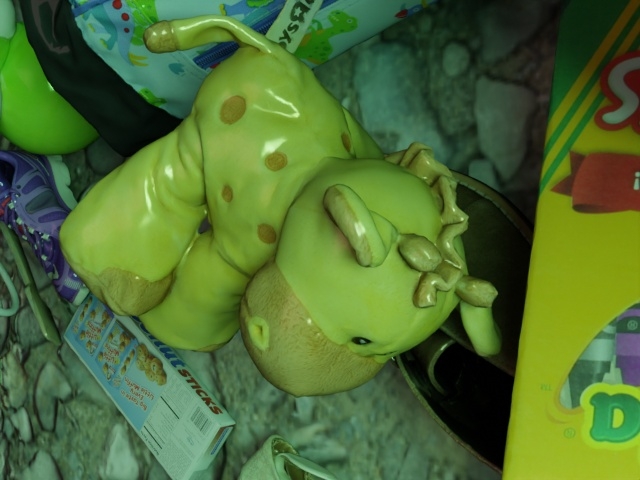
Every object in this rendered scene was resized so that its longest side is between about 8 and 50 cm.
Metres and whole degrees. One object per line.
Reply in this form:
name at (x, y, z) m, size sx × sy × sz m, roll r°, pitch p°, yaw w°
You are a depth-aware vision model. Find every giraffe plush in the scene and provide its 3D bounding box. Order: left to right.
giraffe plush at (0.000, 0.000, 0.506) m, size 0.170 × 0.181 × 0.210 m, roll 48°, pitch 127°, yaw 40°

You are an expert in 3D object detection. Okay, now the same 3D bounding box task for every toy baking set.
toy baking set at (-0.294, -0.029, 0.859) m, size 0.030 × 0.256 × 0.197 m, roll -31°, pitch 30°, yaw 0°

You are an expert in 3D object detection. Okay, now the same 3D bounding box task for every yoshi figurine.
yoshi figurine at (-0.254, -0.204, 0.874) m, size 0.203 × 0.203 × 0.362 m, roll -9°, pitch 62°, yaw -1°

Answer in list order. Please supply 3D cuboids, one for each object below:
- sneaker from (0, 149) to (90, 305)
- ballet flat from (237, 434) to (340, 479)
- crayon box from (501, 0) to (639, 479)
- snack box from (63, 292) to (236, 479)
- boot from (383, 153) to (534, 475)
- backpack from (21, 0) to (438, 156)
sneaker at (-0.229, -0.012, 0.865) m, size 0.170 × 0.071 × 0.068 m, roll 52°, pitch 121°, yaw 36°
ballet flat at (0.007, 0.185, 0.682) m, size 0.168 × 0.057 × 0.052 m, roll 37°, pitch 101°, yaw 34°
crayon box at (0.191, 0.013, 0.432) m, size 0.202 × 0.081 × 0.319 m, roll -1°, pitch 67°, yaw 29°
snack box at (-0.136, 0.105, 0.822) m, size 0.178 × 0.022 × 0.064 m, roll 44°, pitch 113°, yaw 32°
boot at (0.070, 0.034, 0.599) m, size 0.305 × 0.115 × 0.112 m, roll 39°, pitch 114°, yaw 35°
backpack at (0.004, -0.239, 0.591) m, size 0.355 × 0.273 × 0.290 m, roll -6°, pitch 54°, yaw 26°
